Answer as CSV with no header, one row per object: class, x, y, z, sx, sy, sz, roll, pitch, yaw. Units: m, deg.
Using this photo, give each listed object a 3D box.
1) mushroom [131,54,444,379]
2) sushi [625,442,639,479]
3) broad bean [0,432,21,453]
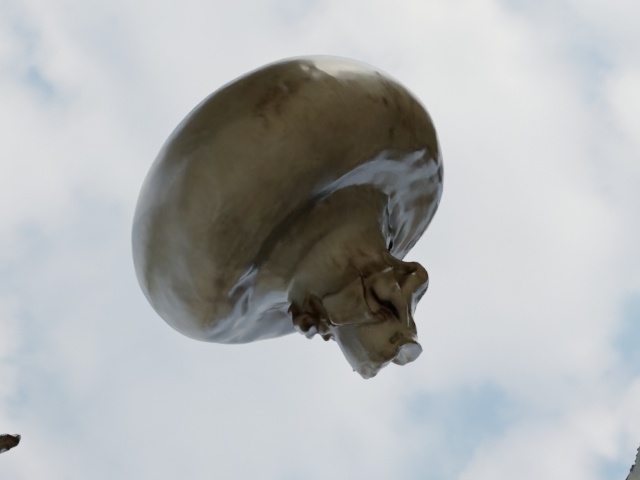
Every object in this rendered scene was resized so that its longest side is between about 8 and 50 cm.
mushroom,0.000,0.000,0.364,0.085,0.085,0.079,-33,-122,-19
sushi,0.231,0.161,0.779,0.040,0.210,0.192,-2,-64,-38
broad bean,-0.248,0.043,0.415,0.325,0.067,0.075,27,-126,-31
